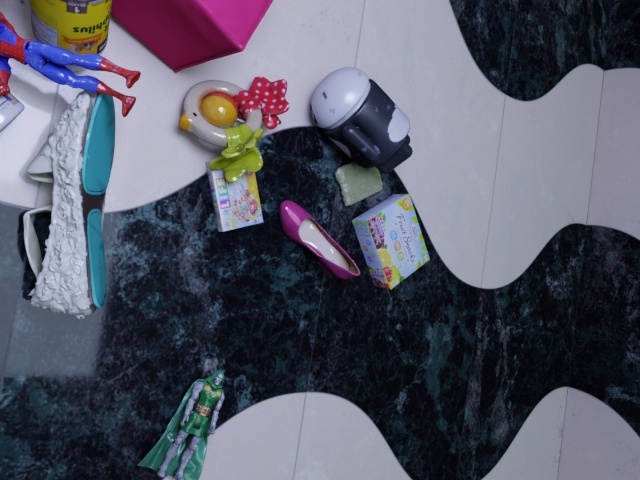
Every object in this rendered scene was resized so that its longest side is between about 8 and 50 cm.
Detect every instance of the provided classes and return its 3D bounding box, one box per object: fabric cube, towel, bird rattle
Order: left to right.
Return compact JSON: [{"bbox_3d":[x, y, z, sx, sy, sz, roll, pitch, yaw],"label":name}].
[{"bbox_3d":[-0.241,-0.500,0.929,0.258,0.254,0.259,41,67,-39],"label":"fabric cube"},{"bbox_3d":[-0.177,-0.264,1.074,0.207,0.143,0.253,22,64,-14],"label":"bird rattle"},{"bbox_3d":[0.103,-0.161,1.362,0.148,0.027,0.110,-31,111,-33],"label":"towel"}]

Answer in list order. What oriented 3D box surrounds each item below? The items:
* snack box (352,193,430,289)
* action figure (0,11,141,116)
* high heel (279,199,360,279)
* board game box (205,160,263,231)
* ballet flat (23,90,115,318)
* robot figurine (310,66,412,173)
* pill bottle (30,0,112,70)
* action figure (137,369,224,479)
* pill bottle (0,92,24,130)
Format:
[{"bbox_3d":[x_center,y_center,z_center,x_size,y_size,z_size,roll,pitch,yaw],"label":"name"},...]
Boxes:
[{"bbox_3d":[0.196,0.000,1.413,0.174,0.070,0.207,-31,111,-32],"label":"snack box"},{"bbox_3d":[-0.438,-0.262,0.786,0.280,0.091,0.139,22,43,-9],"label":"action figure"},{"bbox_3d":[0.000,0.000,1.233,0.082,0.117,0.244,-45,117,-27],"label":"high heel"},{"bbox_3d":[-0.188,-0.105,1.141,0.103,0.026,0.154,-16,102,-36],"label":"board game box"},{"bbox_3d":[-0.441,-0.068,0.893,0.147,0.147,0.408,3,89,-38],"label":"ballet flat"},{"bbox_3d":[0.101,-0.288,1.262,0.278,0.209,0.173,39,83,-27],"label":"robot figurine"},{"bbox_3d":[-0.403,-0.372,0.838,0.117,0.215,0.117,9,68,-23],"label":"pill bottle"},{"bbox_3d":[-0.263,0.382,1.088,0.137,0.063,0.232,35,68,-30],"label":"action figure"},{"bbox_3d":[-0.569,-0.237,0.789,0.186,0.112,0.112,48,65,-29],"label":"pill bottle"}]
